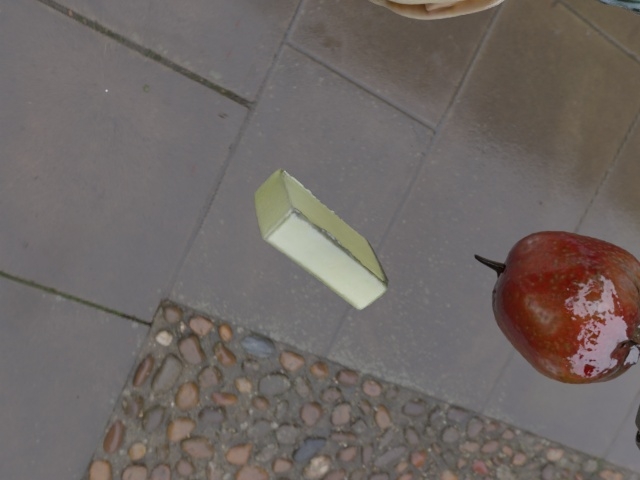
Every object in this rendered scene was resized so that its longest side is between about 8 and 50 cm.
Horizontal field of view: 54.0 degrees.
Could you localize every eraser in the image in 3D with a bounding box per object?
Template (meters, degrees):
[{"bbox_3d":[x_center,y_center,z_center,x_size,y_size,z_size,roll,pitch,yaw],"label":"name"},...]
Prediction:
[{"bbox_3d":[0.000,0.000,0.766,0.058,0.117,0.172,-43,121,14],"label":"eraser"}]

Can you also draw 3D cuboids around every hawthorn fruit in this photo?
[{"bbox_3d":[0.458,0.112,1.235,0.284,0.369,0.285,-34,142,-31],"label":"hawthorn fruit"}]

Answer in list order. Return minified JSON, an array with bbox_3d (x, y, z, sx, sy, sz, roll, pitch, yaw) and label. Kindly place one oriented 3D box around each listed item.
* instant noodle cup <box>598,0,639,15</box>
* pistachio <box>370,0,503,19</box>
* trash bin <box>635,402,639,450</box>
[{"bbox_3d":[0.372,-0.281,0.528,0.312,0.284,0.284,-6,105,-33],"label":"instant noodle cup"},{"bbox_3d":[0.179,-0.425,0.870,0.193,0.318,0.214,2,81,-60],"label":"pistachio"},{"bbox_3d":[0.480,0.244,0.694,0.182,0.209,0.290,-37,71,28],"label":"trash bin"}]
